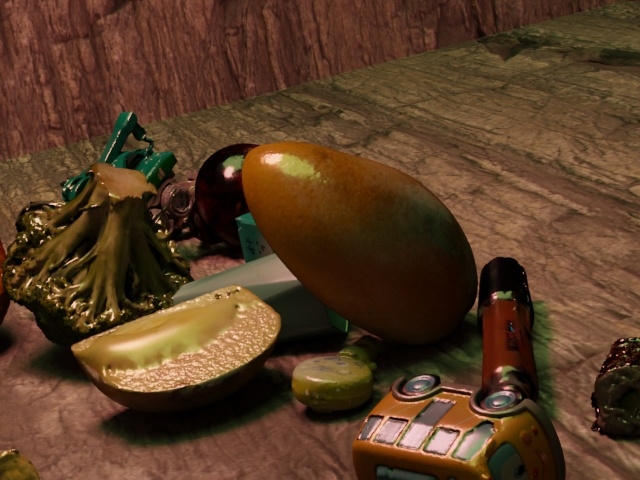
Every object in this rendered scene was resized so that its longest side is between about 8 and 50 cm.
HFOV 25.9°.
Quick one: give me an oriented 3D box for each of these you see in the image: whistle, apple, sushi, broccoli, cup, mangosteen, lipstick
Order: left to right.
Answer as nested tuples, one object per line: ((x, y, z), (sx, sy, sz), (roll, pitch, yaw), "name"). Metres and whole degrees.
((-0.318, 0.029, 2.131), (0.303, 0.283, 0.321), (-7, 38, -37), "broccoli")
((-0.174, 0.168, 1.852), (0.264, 0.120, 0.193), (-21, 31, -19), "apple")
((-0.133, -0.076, 2.502), (0.209, 0.210, 0.210), (-11, 16, 3), "mangosteen")
((-0.088, 0.097, 2.020), (0.235, 0.134, 0.148), (-16, 41, 15), "cup")
((0.032, 0.173, 1.811), (0.104, 0.057, 0.198), (6, 15, 20), "whistle")
((0.240, 0.120, 1.795), (0.077, 0.077, 0.418), (-9, 18, 9), "lipstick")
((0.344, 0.165, 1.547), (0.098, 0.094, 0.084), (1, 23, 22), "sushi")

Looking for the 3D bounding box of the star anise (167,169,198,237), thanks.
((-0.213, -0.066, 2.680), (0.198, 0.111, 0.257), (22, 41, 36), "star anise")

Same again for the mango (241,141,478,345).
((0.059, -0.005, 1.877), (0.199, 0.384, 0.221), (-32, 24, 52), "mango")

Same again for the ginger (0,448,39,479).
((-0.526, 0.335, 1.569), (0.348, 0.122, 0.363), (-23, 14, -40), "ginger")

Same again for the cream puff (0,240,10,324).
((-0.653, 0.090, 2.244), (0.303, 0.212, 0.303), (12, 42, -11), "cream puff")

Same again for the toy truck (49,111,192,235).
((-0.379, -0.041, 2.424), (0.176, 0.178, 0.363), (0, 48, 39), "toy truck")

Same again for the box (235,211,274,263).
((0.000, 0.000, 2.217), (0.244, 0.153, 0.092), (-23, 20, -30), "box")

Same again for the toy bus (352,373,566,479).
((0.134, 0.227, 1.429), (0.209, 0.126, 0.136), (5, 31, 42), "toy bus")
